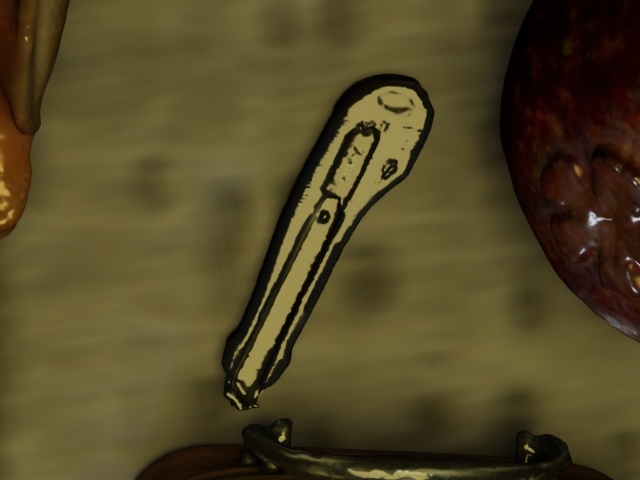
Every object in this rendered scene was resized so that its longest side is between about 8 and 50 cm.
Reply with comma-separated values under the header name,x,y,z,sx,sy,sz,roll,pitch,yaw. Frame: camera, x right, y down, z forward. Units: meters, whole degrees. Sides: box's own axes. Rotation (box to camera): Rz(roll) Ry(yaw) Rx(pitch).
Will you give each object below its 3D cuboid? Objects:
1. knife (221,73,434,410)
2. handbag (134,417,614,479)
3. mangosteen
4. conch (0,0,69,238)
name,x,y,z,sx,sy,sz,roll,pitch,yaw
knife,0.000,0.000,0.630,0.031,0.018,0.121,26,94,-11
handbag,0.025,0.134,0.625,0.193,0.072,0.151,7,96,-10
mangosteen,0.142,-0.039,0.605,0.156,0.181,0.146,52,129,4
conch,-0.141,-0.127,0.553,0.158,0.127,0.255,-4,123,-11
